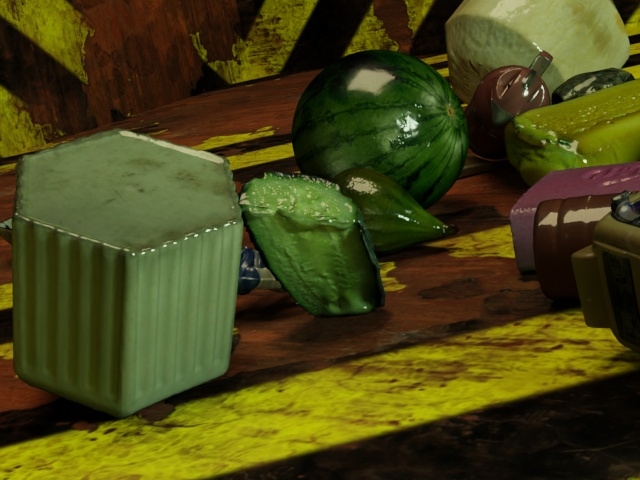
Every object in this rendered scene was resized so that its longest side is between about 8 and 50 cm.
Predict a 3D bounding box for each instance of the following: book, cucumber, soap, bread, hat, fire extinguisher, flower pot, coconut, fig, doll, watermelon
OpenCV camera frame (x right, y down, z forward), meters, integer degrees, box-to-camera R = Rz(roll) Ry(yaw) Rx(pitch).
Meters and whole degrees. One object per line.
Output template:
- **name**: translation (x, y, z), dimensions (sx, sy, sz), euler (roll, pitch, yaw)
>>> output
- **book**: translation (0.163, -0.120, 1.902), dimensions (0.170, 0.018, 0.242), euler (-14, 14, -12)
- **cucumber**: translation (0.000, 0.000, 1.201), dimensions (0.115, 0.193, 0.085), euler (-13, 40, 15)
- **soap**: translation (0.352, -0.034, 1.267), dimensions (0.259, 0.081, 0.181), euler (-4, 16, 31)
- **bread**: translation (0.423, -0.141, 1.562), dimensions (0.384, 0.112, 0.166), euler (-19, 31, -25)
- **hat**: translation (0.417, -0.186, 1.738), dimensions (0.266, 0.128, 0.265), euler (-15, 14, 4)
- **fire extinguisher**: translation (0.370, -0.010, 1.066), dimensions (0.344, 0.102, 0.138), euler (-5, -22, 25)
- **flower pot**: translation (-0.190, 0.024, 1.124), dimensions (0.209, 0.189, 0.239), euler (1, 34, -11)
- **coconut**: translation (0.375, -0.354, 2.023), dimensions (0.323, 0.323, 0.323), euler (-11, 14, 3)
- **fig**: translation (0.083, -0.024, 1.442), dimensions (0.177, 0.117, 0.117), euler (24, 32, 30)
- **doll**: translation (-0.069, 0.034, 1.310), dimensions (0.227, 0.057, 0.114), euler (-2, 11, -34)
- **watermelon**: translation (0.080, -0.141, 1.597), dimensions (0.242, 0.242, 0.242), euler (-11, 14, 3)

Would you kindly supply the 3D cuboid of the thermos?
- **thermos**: translation (0.285, -0.196, 1.706), dimensions (0.136, 0.109, 0.330), euler (-23, -3, 2)

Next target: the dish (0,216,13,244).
- **dish**: translation (-0.416, -0.013, 1.854), dimensions (0.191, 0.066, 0.190), euler (-9, 13, 2)

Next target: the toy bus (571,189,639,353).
- **toy bus**: translation (0.330, 0.039, 0.885), dimensions (0.157, 0.139, 0.289), euler (-21, 19, -17)
